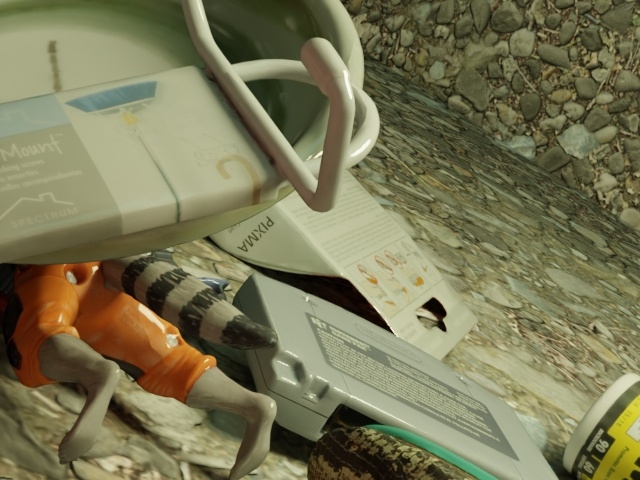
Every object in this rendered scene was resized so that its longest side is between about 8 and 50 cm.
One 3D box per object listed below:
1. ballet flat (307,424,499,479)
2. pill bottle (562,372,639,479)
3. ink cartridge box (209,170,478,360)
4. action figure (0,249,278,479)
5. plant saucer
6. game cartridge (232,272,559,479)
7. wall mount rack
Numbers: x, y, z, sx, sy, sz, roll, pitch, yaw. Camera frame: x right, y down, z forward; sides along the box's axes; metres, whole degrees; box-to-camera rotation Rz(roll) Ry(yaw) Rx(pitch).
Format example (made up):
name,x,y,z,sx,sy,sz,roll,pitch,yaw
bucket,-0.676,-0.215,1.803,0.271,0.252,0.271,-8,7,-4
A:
name,x,y,z,sx,sy,sz,roll,pitch,yaw
ballet flat,0.160,0.283,0.663,0.483,0.164,0.182,33,48,13
pill bottle,0.344,0.230,1.178,0.208,0.119,0.119,36,17,26
ink cartridge box,0.000,0.000,1.440,0.385,0.091,0.308,48,18,6
action figure,-0.142,0.019,0.914,0.341,0.178,0.330,4,39,-49
plant saucer,-0.175,-0.101,0.835,0.400,0.100,0.400,5,43,-5
game cartridge,0.062,0.137,1.065,0.297,0.062,0.198,29,10,-22
wall mount rack,-0.143,-0.115,0.685,0.350,0.130,0.304,-15,47,-24
